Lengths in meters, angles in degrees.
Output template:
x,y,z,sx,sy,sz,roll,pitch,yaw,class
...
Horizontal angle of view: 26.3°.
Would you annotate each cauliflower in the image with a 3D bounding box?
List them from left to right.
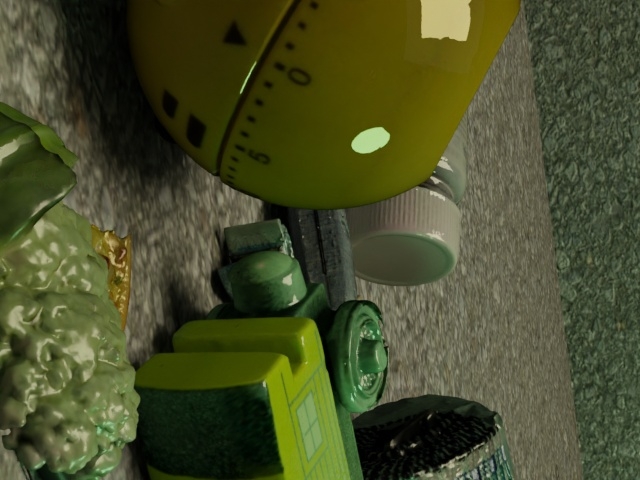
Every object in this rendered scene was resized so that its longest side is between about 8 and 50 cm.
x,y,z,sx,sy,sz,roll,pitch,yaw,class
-0.236,0.051,0.706,0.315,0.239,0.256,-38,112,-29,cauliflower

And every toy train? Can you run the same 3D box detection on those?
x,y,z,sx,sy,sz,roll,pitch,yaw,class
-0.033,0.241,1.229,0.272,0.179,0.442,-48,131,-57,toy train

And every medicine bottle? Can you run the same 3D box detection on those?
x,y,z,sx,sy,sz,roll,pitch,yaw,class
0.103,-0.094,1.721,0.165,0.165,0.273,55,33,-54,medicine bottle

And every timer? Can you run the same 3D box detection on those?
x,y,z,sx,sy,sz,roll,pitch,yaw,class
-0.035,-0.214,1.174,0.376,0.387,0.376,-59,177,-5,timer

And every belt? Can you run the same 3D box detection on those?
x,y,z,sx,sy,sz,roll,pitch,yaw,class
-0.037,0.123,1.386,0.087,0.072,0.302,-65,144,-67,belt
0.108,0.273,1.561,0.257,0.207,0.150,-26,111,-52,belt

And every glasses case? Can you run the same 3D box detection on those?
x,y,z,sx,sy,sz,roll,pitch,yaw,class
0.000,0.000,1.493,0.109,0.067,0.282,77,2,-62,glasses case

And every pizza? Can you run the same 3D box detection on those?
x,y,z,sx,sy,sz,roll,pitch,yaw,class
-0.178,0.046,1.054,0.099,0.036,0.160,63,28,-46,pizza

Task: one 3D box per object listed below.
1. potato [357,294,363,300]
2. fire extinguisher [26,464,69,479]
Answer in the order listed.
x,y,z,sx,sy,sz,roll,pitch,yaw,class
0.025,0.125,1.589,0.086,0.061,0.122,-39,121,-65,potato
-0.195,0.166,0.990,0.038,0.025,0.083,-39,130,-23,fire extinguisher
